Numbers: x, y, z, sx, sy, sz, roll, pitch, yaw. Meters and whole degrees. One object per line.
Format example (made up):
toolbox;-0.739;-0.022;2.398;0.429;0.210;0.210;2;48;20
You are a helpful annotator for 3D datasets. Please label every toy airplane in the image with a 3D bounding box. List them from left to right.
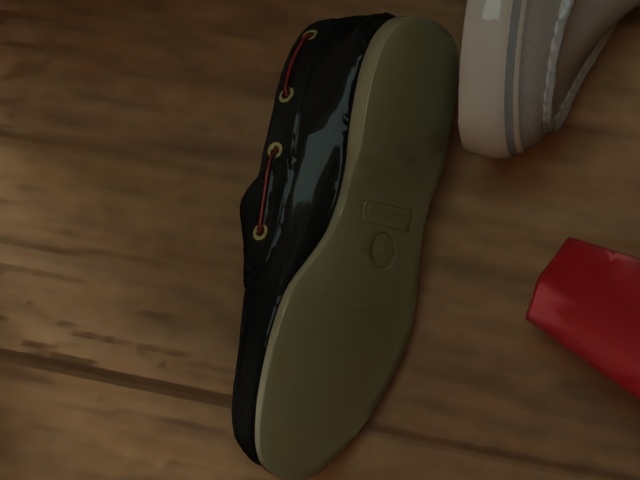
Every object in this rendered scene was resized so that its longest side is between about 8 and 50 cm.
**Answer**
toy airplane;0.132;0.019;0.477;0.151;0.028;0.151;-5;69;13

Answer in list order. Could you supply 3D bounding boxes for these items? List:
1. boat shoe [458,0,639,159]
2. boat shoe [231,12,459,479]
boat shoe;0.090;-0.103;0.534;0.063;0.066;0.184;16;67;17
boat shoe;0.001;0.001;0.527;0.042;0.049;0.133;7;80;43
